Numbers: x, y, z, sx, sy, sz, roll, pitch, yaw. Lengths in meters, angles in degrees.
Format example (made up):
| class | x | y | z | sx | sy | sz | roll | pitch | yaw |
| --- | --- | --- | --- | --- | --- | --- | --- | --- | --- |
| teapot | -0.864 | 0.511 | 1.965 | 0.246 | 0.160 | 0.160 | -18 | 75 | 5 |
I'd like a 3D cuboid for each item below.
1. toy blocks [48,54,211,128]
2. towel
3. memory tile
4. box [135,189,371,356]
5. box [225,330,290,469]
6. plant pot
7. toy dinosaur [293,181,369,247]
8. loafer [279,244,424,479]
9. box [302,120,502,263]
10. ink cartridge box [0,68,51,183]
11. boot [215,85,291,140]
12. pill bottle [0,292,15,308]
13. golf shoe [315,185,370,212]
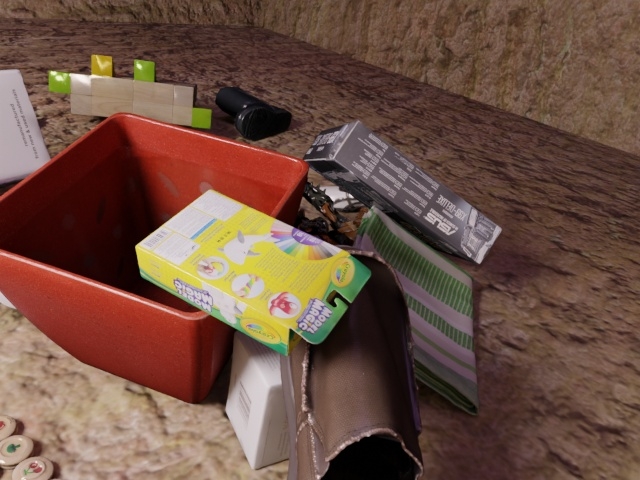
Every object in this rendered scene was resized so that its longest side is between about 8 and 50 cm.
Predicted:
| class | x | y | z | sx | sy | sz | roll | pitch | yaw |
| --- | --- | --- | --- | --- | --- | --- | --- | --- | --- |
| toy blocks | -0.481 | -0.386 | 1.442 | 0.382 | 0.190 | 0.261 | 4 | 18 | -11 |
| towel | 0.143 | 0.080 | 0.829 | 0.248 | 0.038 | 0.325 | 36 | 29 | -5 |
| memory tile | -0.320 | 0.232 | 0.512 | 0.148 | 0.012 | 0.113 | 28 | 33 | 29 |
| box | -0.055 | 0.026 | 0.471 | 0.179 | 0.043 | 0.105 | 24 | 45 | 20 |
| box | -0.010 | 0.163 | 0.620 | 0.171 | 0.130 | 0.091 | -7 | 34 | -30 |
| plant pot | -0.188 | 0.035 | 0.649 | 0.267 | 0.235 | 0.267 | 17 | 44 | 11 |
| toy dinosaur | 0.000 | 0.000 | 0.953 | 0.218 | 0.164 | 0.322 | 36 | 11 | 16 |
| loafer | 0.043 | 0.163 | 0.472 | 0.134 | 0.130 | 0.365 | 12 | 62 | -21 |
| box | 0.132 | -0.085 | 0.954 | 0.307 | 0.076 | 0.242 | 34 | -1 | -16 |
| ink cartridge box | -0.648 | -0.111 | 0.757 | 0.286 | 0.166 | 0.395 | -5 | 15 | 39 |
| boot | -0.227 | -0.371 | 1.549 | 0.207 | 0.094 | 0.246 | 27 | 25 | 20 |
| pill bottle | -0.418 | 0.011 | 0.779 | 0.108 | 0.108 | 0.193 | -3 | 31 | -23 |
| golf shoe | 0.078 | -0.108 | 1.183 | 0.198 | 0.093 | 0.077 | 10 | 30 | 1 |
